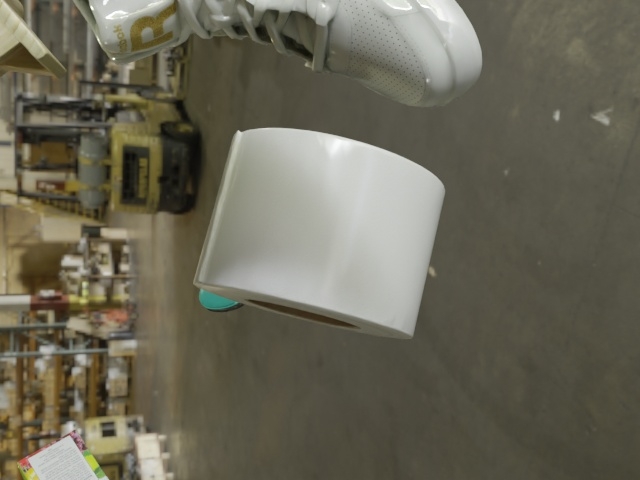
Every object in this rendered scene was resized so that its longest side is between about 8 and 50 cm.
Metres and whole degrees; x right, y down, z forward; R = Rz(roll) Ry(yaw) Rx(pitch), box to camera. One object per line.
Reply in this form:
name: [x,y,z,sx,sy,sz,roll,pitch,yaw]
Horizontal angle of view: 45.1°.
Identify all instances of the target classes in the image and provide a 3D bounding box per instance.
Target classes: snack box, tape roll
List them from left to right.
snack box: [-0.113,0.184,0.418,0.100,0.037,0.141,42,145,35]
tape roll: [0.000,0.000,0.842,0.246,0.246,0.169,167,117,-70]

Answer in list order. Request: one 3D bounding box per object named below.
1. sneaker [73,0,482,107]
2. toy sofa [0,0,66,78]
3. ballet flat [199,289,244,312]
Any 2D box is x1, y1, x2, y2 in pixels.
sneaker: [-0.055,-0.146,0.499,0.292,0.169,0.108,39,154,21]
toy sofa: [-0.495,-0.168,0.887,0.177,0.363,0.150,52,175,-8]
ballet flat: [-0.101,0.057,1.176,0.203,0.074,0.074,-33,55,37]
